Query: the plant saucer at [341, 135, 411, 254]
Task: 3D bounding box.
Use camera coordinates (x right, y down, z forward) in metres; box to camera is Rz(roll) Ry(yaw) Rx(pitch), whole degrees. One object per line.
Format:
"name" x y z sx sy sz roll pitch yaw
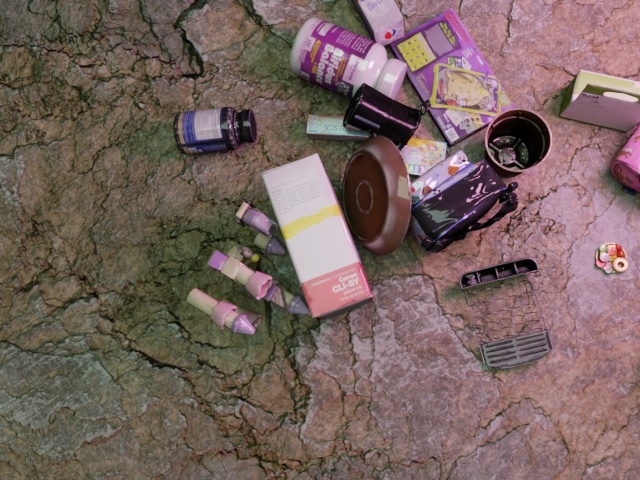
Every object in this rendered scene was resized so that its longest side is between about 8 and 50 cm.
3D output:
"plant saucer" 0.131 -0.114 1.590 0.050 0.310 0.311 -6 81 -25

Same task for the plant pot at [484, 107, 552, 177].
"plant pot" 0.509 -0.246 1.622 0.166 0.165 0.167 -1 84 7

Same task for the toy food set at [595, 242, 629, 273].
"toy food set" 0.774 0.047 1.625 0.082 0.020 0.083 -3 83 7

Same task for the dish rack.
"dish rack" 0.495 0.197 1.615 0.208 0.074 0.272 -14 82 6

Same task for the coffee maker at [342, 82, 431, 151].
"coffee maker" 0.169 -0.342 1.627 0.178 0.120 0.171 24 114 -13

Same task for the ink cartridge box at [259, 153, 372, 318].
"ink cartridge box" 0.000 0.000 1.595 0.160 0.279 0.385 -21 81 3

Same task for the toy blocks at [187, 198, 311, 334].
"toy blocks" -0.132 0.112 1.597 0.260 0.288 0.309 28 85 16

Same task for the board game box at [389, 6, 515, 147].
"board game box" 0.368 -0.461 1.728 0.208 0.056 0.347 -29 80 7

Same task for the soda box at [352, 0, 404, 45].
"soda box" 0.139 -0.696 1.738 0.091 0.098 0.286 -25 72 4

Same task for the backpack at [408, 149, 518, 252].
"backpack" 0.327 -0.085 1.577 0.276 0.263 0.213 -29 73 -6

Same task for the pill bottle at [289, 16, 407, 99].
"pill bottle" 0.080 -0.490 1.704 0.301 0.169 0.169 25 87 10

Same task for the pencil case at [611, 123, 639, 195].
"pencil case" 0.932 -0.286 1.580 0.386 0.167 0.160 -50 48 -1

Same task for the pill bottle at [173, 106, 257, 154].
"pill bottle" -0.299 -0.317 1.753 0.219 0.123 0.123 -5 82 6

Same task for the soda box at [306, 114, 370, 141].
"soda box" 0.053 -0.318 1.739 0.183 0.063 0.058 5 85 8

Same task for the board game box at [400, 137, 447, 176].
"board game box" 0.271 -0.233 1.720 0.154 0.026 0.104 9 84 8

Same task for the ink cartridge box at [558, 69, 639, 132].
"ink cartridge box" 0.747 -0.375 1.563 0.188 0.255 0.097 15 85 8
